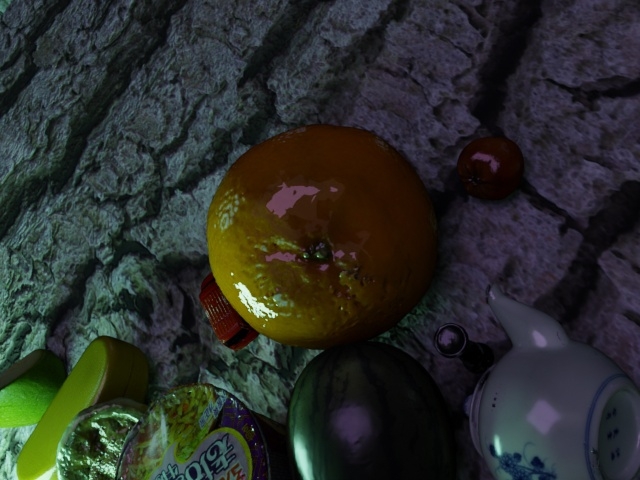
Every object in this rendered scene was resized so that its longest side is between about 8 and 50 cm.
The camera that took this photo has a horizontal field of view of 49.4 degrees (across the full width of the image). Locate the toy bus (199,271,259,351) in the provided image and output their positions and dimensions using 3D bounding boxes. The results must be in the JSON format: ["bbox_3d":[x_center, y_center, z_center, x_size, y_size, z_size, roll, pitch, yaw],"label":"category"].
[{"bbox_3d":[-0.208,0.139,1.501,0.081,0.089,0.195,-39,57,11],"label":"toy bus"}]

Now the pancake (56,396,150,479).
[{"bbox_3d":[-0.421,0.449,1.442,0.253,0.037,0.254,-1,94,-9],"label":"pancake"}]

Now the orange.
[{"bbox_3d":[0.000,0.000,1.249,0.423,0.326,0.424,1,103,6],"label":"orange"}]

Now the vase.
[{"bbox_3d":[0.244,0.185,1.176,0.059,0.167,0.059,-11,67,26],"label":"vase"}]

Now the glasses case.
[{"bbox_3d":[-0.510,0.401,1.543,0.173,0.141,0.371,30,87,50],"label":"glasses case"}]

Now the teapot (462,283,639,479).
[{"bbox_3d":[0.329,0.273,1.056,0.280,0.252,0.424,-3,98,51],"label":"teapot"}]

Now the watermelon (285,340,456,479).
[{"bbox_3d":[0.084,0.345,1.134,0.278,0.279,0.360,-7,93,28],"label":"watermelon"}]

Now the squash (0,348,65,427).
[{"bbox_3d":[-0.719,0.326,1.602,0.111,0.288,0.203,-12,69,21],"label":"squash"}]

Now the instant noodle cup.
[{"bbox_3d":[-0.159,0.438,1.248,0.339,0.266,0.340,-11,67,27],"label":"instant noodle cup"}]

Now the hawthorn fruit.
[{"bbox_3d":[0.323,-0.134,1.296,0.125,0.140,0.125,9,101,51],"label":"hawthorn fruit"}]
